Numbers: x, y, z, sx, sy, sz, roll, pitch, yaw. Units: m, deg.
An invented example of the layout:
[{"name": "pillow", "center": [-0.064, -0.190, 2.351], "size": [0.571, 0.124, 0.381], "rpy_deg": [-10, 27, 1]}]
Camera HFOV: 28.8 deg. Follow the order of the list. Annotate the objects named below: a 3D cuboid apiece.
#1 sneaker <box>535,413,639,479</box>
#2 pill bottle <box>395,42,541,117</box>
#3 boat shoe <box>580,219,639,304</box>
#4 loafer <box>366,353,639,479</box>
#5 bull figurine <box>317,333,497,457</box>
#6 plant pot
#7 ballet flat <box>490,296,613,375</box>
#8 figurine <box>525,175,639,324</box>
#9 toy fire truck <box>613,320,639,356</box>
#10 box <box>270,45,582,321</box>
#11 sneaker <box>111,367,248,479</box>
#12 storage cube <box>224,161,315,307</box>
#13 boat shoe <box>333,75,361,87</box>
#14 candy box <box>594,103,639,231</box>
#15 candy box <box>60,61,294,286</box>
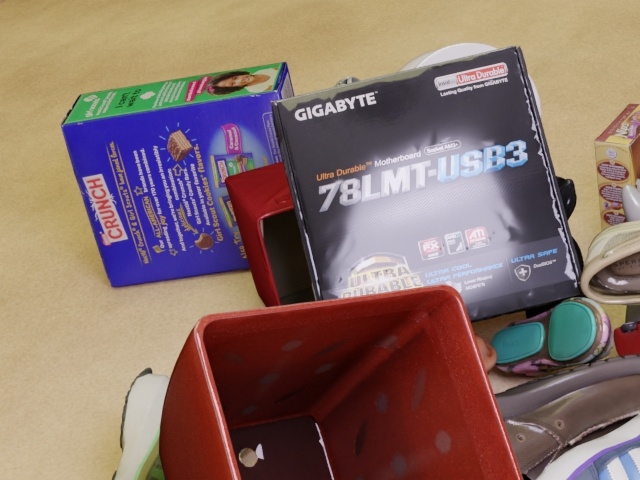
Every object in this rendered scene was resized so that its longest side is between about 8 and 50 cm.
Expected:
[{"name": "sneaker", "center": [0.338, 0.263, 1.114], "size": [0.322, 0.130, 0.236], "rpy_deg": [-28, 28, -34]}, {"name": "pill bottle", "center": [0.167, -0.135, 1.637], "size": [0.210, 0.210, 0.363], "rpy_deg": [-15, -2, -4]}, {"name": "boat shoe", "center": [0.421, 0.014, 1.296], "size": [0.302, 0.109, 0.098], "rpy_deg": [-10, 16, 26]}, {"name": "loafer", "center": [0.224, 0.212, 1.289], "size": [0.365, 0.130, 0.134], "rpy_deg": [-14, -11, -15]}, {"name": "bull figurine", "center": [0.055, 0.178, 1.396], "size": [0.310, 0.101, 0.188], "rpy_deg": [-24, 27, -33]}, {"name": "plant pot", "center": [-0.004, 0.217, 1.102], "size": [0.267, 0.267, 0.236], "rpy_deg": [-6, -21, -31]}, {"name": "ballet flat", "center": [0.272, 0.112, 1.379], "size": [0.079, 0.077, 0.221], "rpy_deg": [14, -18, -20]}, {"name": "figurine", "center": [0.334, 0.017, 1.457], "size": [0.215, 0.209, 0.092], "rpy_deg": [12, 38, 36]}, {"name": "toy fire truck", "center": [0.430, 0.090, 1.350], "size": [0.135, 0.047, 0.192], "rpy_deg": [-12, -4, -37]}, {"name": "box", "center": [0.117, -0.045, 1.404], "size": [0.295, 0.293, 0.073], "rpy_deg": [-12, -7, -3]}, {"name": "sneaker", "center": [-0.121, 0.278, 1.280], "size": [0.182, 0.158, 0.410], "rpy_deg": [1, 34, -3]}, {"name": "storage cube", "center": [0.000, 0.000, 1.629], "size": [0.183, 0.215, 0.193], "rpy_deg": [-20, 24, -10]}, {"name": "boat shoe", "center": [0.056, -0.250, 2.159], "size": [0.226, 0.076, 0.083], "rpy_deg": [-5, 31, 15]}, {"name": "candy box", "center": [0.402, -0.068, 1.598], "size": [0.053, 0.187, 0.109], "rpy_deg": [11, 38, 37]}, {"name": "candy box", "center": [-0.178, -0.092, 1.789], "size": [0.317, 0.268, 0.122], "rpy_deg": [-8, 27, 9]}]
